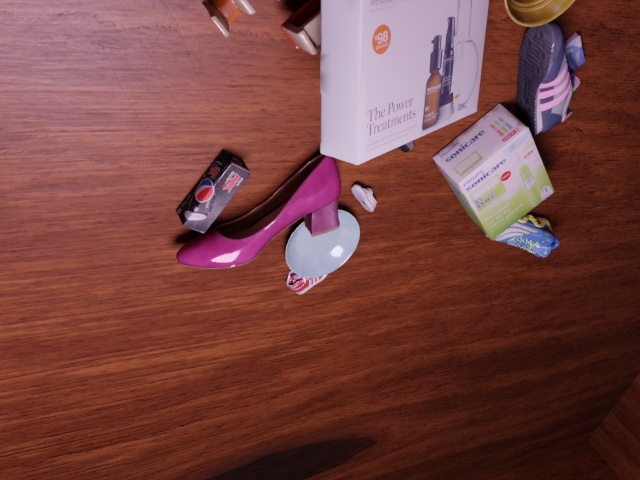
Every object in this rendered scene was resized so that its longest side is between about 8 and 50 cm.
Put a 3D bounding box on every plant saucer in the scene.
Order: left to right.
[{"bbox_3d":[0.000,0.000,1.650,0.195,0.037,0.195,-16,132,-19],"label":"plant saucer"}]

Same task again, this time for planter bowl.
[{"bbox_3d":[0.429,-0.544,1.374,0.217,0.090,0.217,-18,137,-17],"label":"planter bowl"}]

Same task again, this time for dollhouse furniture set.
[{"bbox_3d":[-0.072,-0.441,1.147,0.262,0.135,0.259,-38,128,4],"label":"dollhouse furniture set"}]

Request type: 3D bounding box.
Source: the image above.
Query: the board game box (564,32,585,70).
[{"bbox_3d":[0.575,-0.427,1.636,0.090,0.020,0.090,-38,140,4],"label":"board game box"}]

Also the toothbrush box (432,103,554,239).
[{"bbox_3d":[0.433,-0.162,1.722,0.206,0.122,0.283,-38,138,4],"label":"toothbrush box"}]

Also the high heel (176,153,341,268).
[{"bbox_3d":[-0.133,-0.068,1.467,0.377,0.127,0.181,-20,124,-21],"label":"high heel"}]

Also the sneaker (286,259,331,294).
[{"bbox_3d":[-0.032,0.083,1.712,0.118,0.042,0.067,-42,142,12],"label":"sneaker"}]

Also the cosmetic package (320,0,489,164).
[{"bbox_3d":[0.155,-0.325,1.222,0.377,0.097,0.284,-28,128,-40],"label":"cosmetic package"}]

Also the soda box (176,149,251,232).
[{"bbox_3d":[-0.218,-0.097,1.408,0.060,0.053,0.169,23,114,-44],"label":"soda box"}]

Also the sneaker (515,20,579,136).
[{"bbox_3d":[0.528,-0.382,1.582,0.131,0.112,0.319,-22,146,-7],"label":"sneaker"}]

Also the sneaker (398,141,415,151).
[{"bbox_3d":[0.099,-0.231,1.465,0.130,0.087,0.227,-46,135,16],"label":"sneaker"}]

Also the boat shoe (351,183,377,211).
[{"bbox_3d":[0.106,-0.107,1.631,0.035,0.035,0.100,-58,137,-15],"label":"boat shoe"}]

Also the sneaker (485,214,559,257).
[{"bbox_3d":[0.582,-0.013,1.956,0.240,0.126,0.091,-5,131,-30],"label":"sneaker"}]
